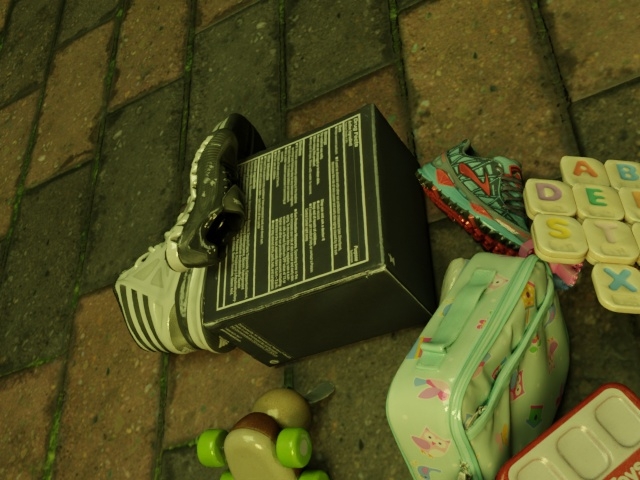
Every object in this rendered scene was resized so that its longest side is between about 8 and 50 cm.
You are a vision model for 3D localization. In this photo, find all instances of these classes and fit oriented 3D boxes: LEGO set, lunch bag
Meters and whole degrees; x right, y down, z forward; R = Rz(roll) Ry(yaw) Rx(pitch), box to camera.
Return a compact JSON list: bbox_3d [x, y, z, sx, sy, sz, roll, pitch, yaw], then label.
[{"bbox_3d":[0.358,0.019,0.992,0.227,0.087,0.093,-25,54,-22],"label":"LEGO set"},{"bbox_3d":[0.189,0.157,0.898,0.108,0.224,0.279,6,42,35],"label":"lunch bag"}]

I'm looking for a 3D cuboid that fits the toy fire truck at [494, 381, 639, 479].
[{"bbox_3d":[0.254,0.310,0.749,0.302,0.169,0.254,-33,64,-14],"label":"toy fire truck"}]

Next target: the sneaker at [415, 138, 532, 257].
[{"bbox_3d":[0.244,-0.067,1.131,0.125,0.104,0.262,-42,46,2],"label":"sneaker"}]

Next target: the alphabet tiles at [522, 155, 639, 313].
[{"bbox_3d":[0.387,-0.015,0.931,0.284,0.021,0.278,5,40,2],"label":"alphabet tiles"}]

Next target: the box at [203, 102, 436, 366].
[{"bbox_3d":[0.000,0.000,1.201,0.294,0.183,0.296,-20,52,26],"label":"box"}]

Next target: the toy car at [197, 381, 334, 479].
[{"bbox_3d":[-0.053,0.271,1.128,0.155,0.149,0.188,-8,29,27],"label":"toy car"}]

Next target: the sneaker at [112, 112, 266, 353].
[{"bbox_3d":[-0.244,-0.015,1.393,0.257,0.169,0.447,-9,59,29],"label":"sneaker"}]

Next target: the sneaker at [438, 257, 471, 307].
[{"bbox_3d":[0.175,0.140,1.063,0.086,0.085,0.237,23,82,8],"label":"sneaker"}]

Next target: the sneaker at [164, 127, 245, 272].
[{"bbox_3d":[-0.146,-0.060,1.173,0.106,0.078,0.234,1,65,34],"label":"sneaker"}]
